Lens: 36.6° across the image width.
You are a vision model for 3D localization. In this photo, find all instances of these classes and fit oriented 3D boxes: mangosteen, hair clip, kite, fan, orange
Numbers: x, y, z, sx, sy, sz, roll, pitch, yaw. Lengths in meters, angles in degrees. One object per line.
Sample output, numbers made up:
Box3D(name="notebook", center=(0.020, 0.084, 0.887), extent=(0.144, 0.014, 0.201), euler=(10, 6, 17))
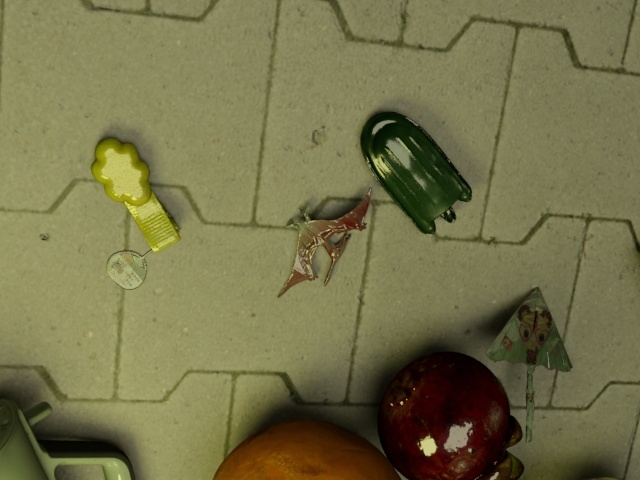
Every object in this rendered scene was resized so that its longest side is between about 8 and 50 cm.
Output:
Box3D(name="mangosteen", center=(0.211, 0.295, 1.483), extent=(0.257, 0.215, 0.215), euler=(43, 93, -18))
Box3D(name="hair clip", center=(-0.259, -0.063, 1.346), extent=(0.072, 0.046, 0.173), euler=(-30, 110, -8))
Box3D(name="kite", center=(0.336, 0.199, 1.552), extent=(0.229, 0.012, 0.250), euler=(10, 80, -38))
Box3D(name="fan", center=(-0.275, 0.032, 1.393), extent=(0.060, 0.003, 0.080), euler=(22, 101, -20))
Box3D(name="orange", center=(-0.020, 0.417, 1.421), extent=(0.312, 0.312, 0.312), euler=(-4, 108, -13))

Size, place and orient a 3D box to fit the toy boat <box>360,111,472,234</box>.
Box3D(name="toy boat", center=(0.139, -0.102, 1.434), extent=(0.104, 0.052, 0.210), euler=(-42, 111, 3))

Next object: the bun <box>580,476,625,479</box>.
Box3D(name="bun", center=(0.410, 0.551, 1.593), extent=(0.364, 0.202, 0.364), euler=(-34, 134, -44))

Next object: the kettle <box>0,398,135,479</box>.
Box3D(name="kettle", center=(-0.426, 0.418, 1.377), extent=(0.361, 0.250, 0.377), euler=(-36, 118, -33))

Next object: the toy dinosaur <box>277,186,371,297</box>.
Box3D(name="toy dinosaur", center=(0.000, 0.000, 1.440), extent=(0.108, 0.032, 0.220), euler=(37, 104, -25))
